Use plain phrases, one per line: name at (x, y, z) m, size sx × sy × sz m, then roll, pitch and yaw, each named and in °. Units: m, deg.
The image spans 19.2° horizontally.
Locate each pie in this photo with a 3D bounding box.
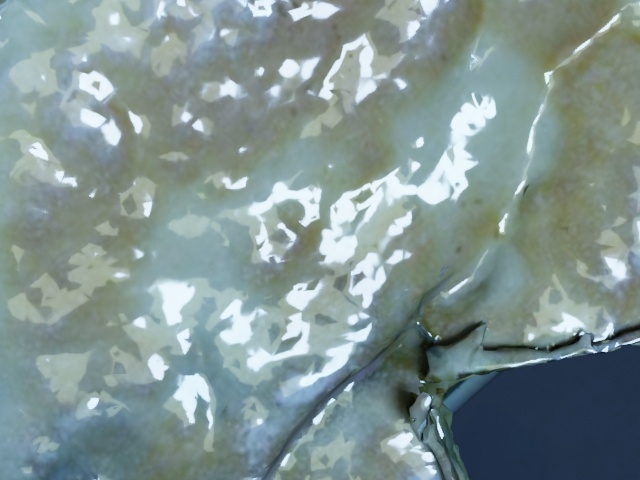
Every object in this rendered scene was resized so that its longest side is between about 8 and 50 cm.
pie at (0.000, 0.000, 0.651) m, size 0.338 × 0.075 × 0.337 m, roll -1°, pitch 105°, yaw -3°

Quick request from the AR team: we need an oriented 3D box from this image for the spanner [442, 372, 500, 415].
spanner at (0.118, -0.049, 0.707) m, size 0.325 × 0.040 × 0.095 m, roll -43°, pitch 105°, yaw 5°
